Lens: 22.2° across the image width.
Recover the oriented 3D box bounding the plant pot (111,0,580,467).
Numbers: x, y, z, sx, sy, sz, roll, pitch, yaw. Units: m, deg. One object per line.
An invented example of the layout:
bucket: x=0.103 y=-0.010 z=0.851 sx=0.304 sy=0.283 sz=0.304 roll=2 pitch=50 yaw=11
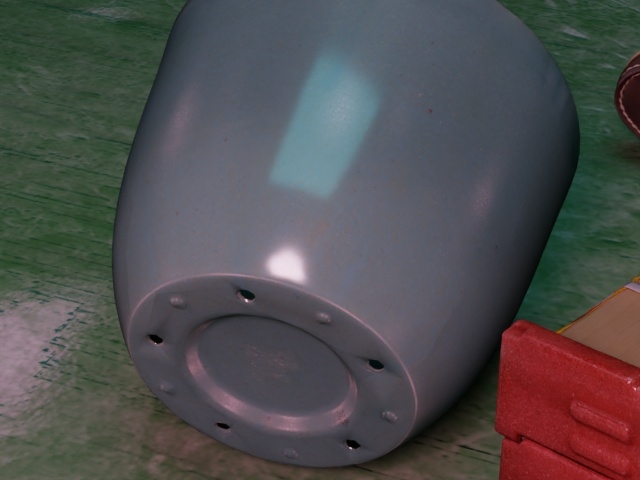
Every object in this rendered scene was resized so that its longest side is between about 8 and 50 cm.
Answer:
plant pot: x=0.000 y=0.000 z=1.038 sx=0.293 sy=0.293 sz=0.235 roll=9 pitch=49 yaw=14

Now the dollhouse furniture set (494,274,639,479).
dollhouse furniture set: x=0.296 y=0.133 z=0.902 sx=0.201 sy=0.152 sz=0.374 roll=-27 pitch=37 yaw=-36

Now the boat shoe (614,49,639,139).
boat shoe: x=0.354 y=-0.059 z=1.270 sx=0.123 sy=0.123 sz=0.342 roll=-25 pitch=45 yaw=-36
